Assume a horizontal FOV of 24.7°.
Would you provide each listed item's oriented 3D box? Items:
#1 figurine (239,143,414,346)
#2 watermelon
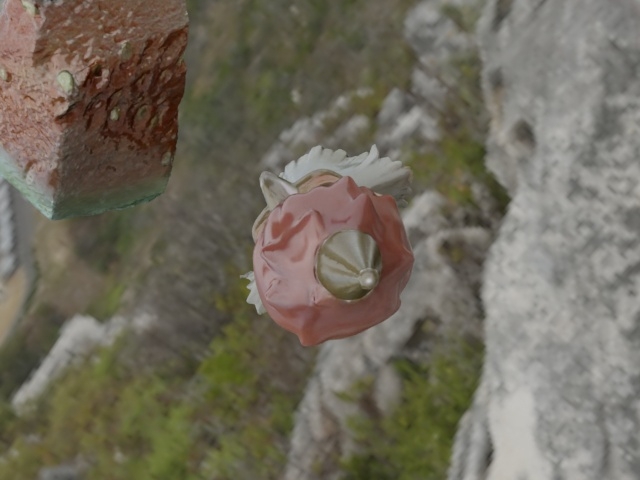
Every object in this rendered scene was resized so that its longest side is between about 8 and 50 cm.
[{"bbox_3d":[0.000,0.000,1.360,0.207,0.166,0.387,-37,11,8],"label":"figurine"},{"bbox_3d":[-0.193,-0.141,1.217,0.140,0.192,0.257,62,140,23],"label":"watermelon"}]
